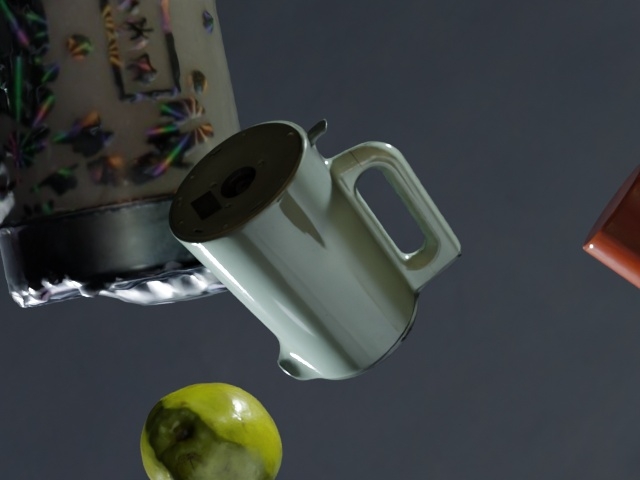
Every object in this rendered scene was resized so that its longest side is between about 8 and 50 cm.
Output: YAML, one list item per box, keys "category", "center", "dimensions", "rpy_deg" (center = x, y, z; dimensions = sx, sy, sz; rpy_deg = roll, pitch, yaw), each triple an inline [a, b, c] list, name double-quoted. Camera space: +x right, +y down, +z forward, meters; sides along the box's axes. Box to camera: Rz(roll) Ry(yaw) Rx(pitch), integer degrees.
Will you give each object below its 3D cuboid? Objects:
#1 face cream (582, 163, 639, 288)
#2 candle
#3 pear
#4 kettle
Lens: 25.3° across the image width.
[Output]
- category: "face cream"
  center: [0.335, 0.030, 1.194]
  dimensions: [0.096, 0.214, 0.096]
  rpy_deg: [-55, -4, -5]
- category: "candle"
  center: [-0.150, -0.113, 0.981]
  dimensions: [0.188, 0.330, 0.187]
  rpy_deg: [-11, 1, 0]
- category: "pear"
  center: [-0.086, 0.164, 1.129]
  dimensions: [0.107, 0.107, 0.131]
  rpy_deg: [-53, -22, 2]
- category: "kettle"
  center: [-0.005, 0.001, 0.882]
  dimensions: [0.098, 0.148, 0.126]
  rpy_deg: [4, 53, 47]
